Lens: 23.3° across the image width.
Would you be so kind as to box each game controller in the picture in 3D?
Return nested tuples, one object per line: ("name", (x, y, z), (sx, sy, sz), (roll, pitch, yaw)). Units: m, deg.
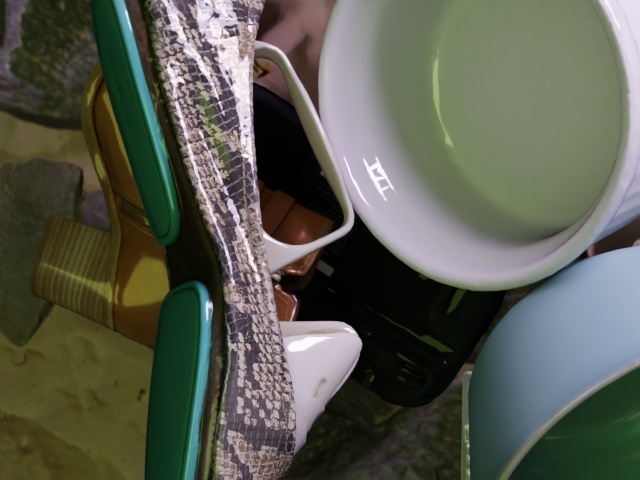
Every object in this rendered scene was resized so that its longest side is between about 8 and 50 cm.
("game controller", (0.000, 0.000, 1.327), (0.319, 0.067, 0.166), (35, 95, 12))

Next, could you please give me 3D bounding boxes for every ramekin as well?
("ramekin", (0.144, -0.111, 1.168), (0.277, 0.135, 0.277), (11, 108, 38))

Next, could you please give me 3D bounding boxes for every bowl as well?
("bowl", (0.235, 0.125, 1.151), (0.311, 0.311, 0.163), (-48, 39, 21))

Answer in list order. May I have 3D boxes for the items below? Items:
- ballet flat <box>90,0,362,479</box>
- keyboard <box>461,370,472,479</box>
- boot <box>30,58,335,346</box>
("ballet flat", (-0.057, 0.014, 1.157), (0.182, 0.164, 0.483), (-4, 84, -19))
("keyboard", (0.155, 0.237, 1.322), (0.072, 0.014, 0.256), (4, 100, 20))
("boot", (-0.093, -0.049, 1.267), (0.220, 0.109, 0.284), (16, 79, 6))
